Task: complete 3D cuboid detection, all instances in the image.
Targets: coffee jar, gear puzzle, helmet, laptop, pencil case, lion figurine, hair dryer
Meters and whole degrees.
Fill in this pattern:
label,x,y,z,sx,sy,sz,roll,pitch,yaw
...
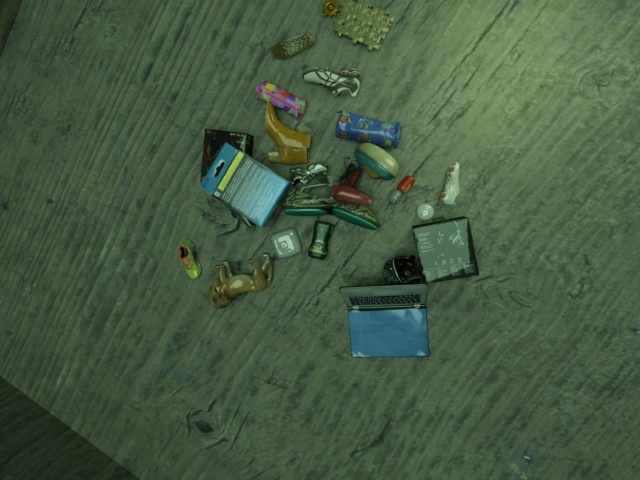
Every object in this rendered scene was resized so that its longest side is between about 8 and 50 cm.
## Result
label,x,y,z,sx,sy,sz,roll,pitch,yaw
coffee jar,0.000,0.000,1.957,0.096,0.079,0.184,15,98,4
gear puzzle,0.153,-1.001,1.839,0.339,0.044,0.175,29,102,9
helmet,0.369,0.147,1.857,0.162,0.169,0.169,-11,94,1
laptop,0.306,0.382,1.870,0.383,0.407,0.236,-4,62,11
pencil case,-0.184,-0.667,1.909,0.237,0.104,0.104,27,101,6
pencil case,0.220,-0.507,1.840,0.307,0.119,0.133,14,60,10
lion figurine,-0.390,0.211,2.029,0.393,0.142,0.239,-9,102,8
hair dryer,0.135,-0.262,1.816,0.224,0.080,0.293,-29,63,-11

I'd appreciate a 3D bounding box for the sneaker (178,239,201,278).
label,x,y,z,sx,sy,sz,roll,pitch,yaw
sneaker,-0.692,0.106,2.095,0.082,0.094,0.208,-17,94,11

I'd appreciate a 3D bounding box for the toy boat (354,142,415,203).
label,x,y,z,sx,sy,sz,roll,pitch,yaw
toy boat,0.285,-0.297,1.808,0.318,0.267,0.148,36,99,-27

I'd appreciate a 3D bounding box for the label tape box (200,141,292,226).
label,x,y,z,sx,sy,sz,roll,pitch,yaw
label tape box,-0.344,-0.257,1.877,0.348,0.115,0.249,33,98,4

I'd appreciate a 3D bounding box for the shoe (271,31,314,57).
label,x,y,z,sx,sy,sz,roll,pitch,yaw
shoe,-0.125,-0.917,1.896,0.219,0.058,0.076,-12,114,16

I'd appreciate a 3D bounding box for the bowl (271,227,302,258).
label,x,y,z,sx,sy,sz,roll,pitch,yaw
bowl,-0.172,0.016,2.007,0.142,0.053,0.141,-19,93,11

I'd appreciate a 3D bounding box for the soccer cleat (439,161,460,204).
label,x,y,z,sx,sy,sz,roll,pitch,yaw
soccer cleat,0.602,-0.256,1.826,0.076,0.068,0.196,12,100,-6

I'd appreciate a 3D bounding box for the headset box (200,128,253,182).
label,x,y,z,sx,sy,sz,roll,pitch,yaw
headset box,-0.462,-0.387,1.986,0.219,0.110,0.292,10,98,8

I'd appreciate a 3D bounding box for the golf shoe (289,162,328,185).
label,x,y,z,sx,sy,sz,roll,pitch,yaw
golf shoe,-0.054,-0.311,1.925,0.199,0.077,0.093,-10,70,21

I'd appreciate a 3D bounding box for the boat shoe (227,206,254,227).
label,x,y,z,sx,sy,sz,roll,pitch,yaw
boat shoe,-0.415,-0.147,2.025,0.073,0.080,0.223,-39,83,18

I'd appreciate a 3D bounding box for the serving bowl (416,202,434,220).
label,x,y,z,sx,sy,sz,roll,pitch,yaw
serving bowl,0.488,-0.132,1.875,0.084,0.027,0.083,1,97,12

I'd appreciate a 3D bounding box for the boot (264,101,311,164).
label,x,y,z,sx,sy,sz,roll,pitch,yaw
boot,-0.151,-0.510,1.919,0.212,0.104,0.294,-1,108,5

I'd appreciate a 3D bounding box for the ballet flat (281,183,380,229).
label,x,y,z,sx,sy,sz,roll,pitch,yaw
ballet flat,0.056,-0.180,1.901,0.484,0.164,0.181,10,79,11

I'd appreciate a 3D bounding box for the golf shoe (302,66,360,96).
label,x,y,z,sx,sy,sz,roll,pitch,yaw
golf shoe,0.046,-0.731,1.857,0.274,0.105,0.120,6,105,11

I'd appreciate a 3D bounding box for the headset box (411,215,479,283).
label,x,y,z,sx,sy,sz,roll,pitch,yaw
headset box,0.560,0.033,1.827,0.247,0.131,0.282,-12,94,12
